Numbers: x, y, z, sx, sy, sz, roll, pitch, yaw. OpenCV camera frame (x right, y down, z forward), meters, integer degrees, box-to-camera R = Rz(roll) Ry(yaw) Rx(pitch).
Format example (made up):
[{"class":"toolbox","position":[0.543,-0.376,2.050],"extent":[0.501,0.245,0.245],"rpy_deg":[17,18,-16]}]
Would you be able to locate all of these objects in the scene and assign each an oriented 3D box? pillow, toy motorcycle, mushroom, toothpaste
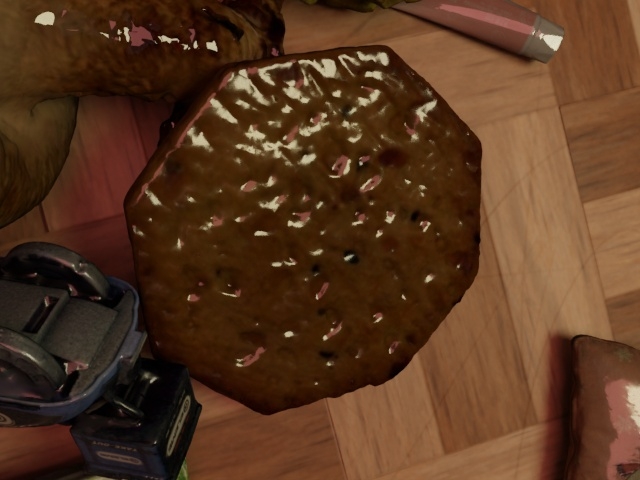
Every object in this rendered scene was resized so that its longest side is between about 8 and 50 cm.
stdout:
[{"class":"pillow","position":[0.366,0.224,0.662],"extent":[0.236,0.084,0.223],"rpy_deg":[9,90,-5]},{"class":"toy motorcycle","position":[-0.287,0.096,0.493],"extent":[0.358,0.213,0.125],"rpy_deg":[8,44,8]},{"class":"mushroom","position":[-0.229,-0.150,0.468],"extent":[0.356,0.334,0.331],"rpy_deg":[30,93,-2]},{"class":"toothpaste","position":[0.157,-0.242,0.653],"extent":[0.194,0.043,0.067],"rpy_deg":[24,87,-1]}]

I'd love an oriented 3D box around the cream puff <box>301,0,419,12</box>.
[{"class":"cream puff","position":[0.017,-0.305,0.565],"extent":[0.194,0.195,0.221],"rpy_deg":[-29,87,-7]}]

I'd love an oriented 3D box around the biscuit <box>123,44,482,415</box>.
[{"class":"biscuit","position":[-0.001,0.000,0.573],"extent":[0.359,0.046,0.359],"rpy_deg":[-7,111,-19]}]

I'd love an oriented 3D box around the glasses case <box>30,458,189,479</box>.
[{"class":"glasses case","position":[-0.240,0.250,0.516],"extent":[0.272,0.062,0.095],"rpy_deg":[-8,92,-41]}]
